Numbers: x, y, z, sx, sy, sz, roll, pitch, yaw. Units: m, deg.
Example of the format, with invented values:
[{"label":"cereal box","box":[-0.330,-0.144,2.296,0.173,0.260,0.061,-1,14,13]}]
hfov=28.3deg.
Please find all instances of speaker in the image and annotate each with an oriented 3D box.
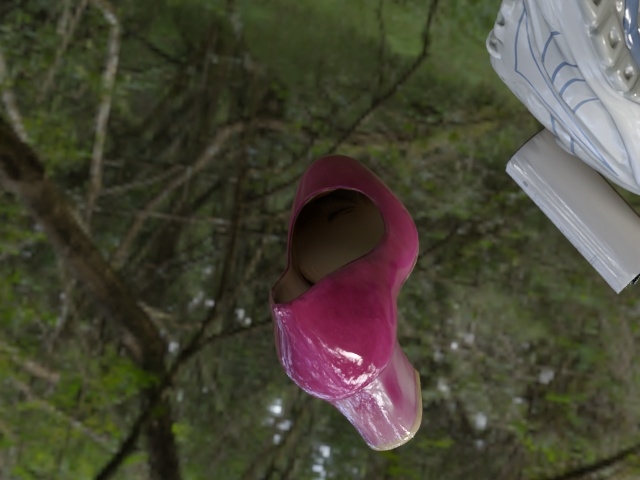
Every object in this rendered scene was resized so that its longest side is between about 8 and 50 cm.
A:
[{"label":"speaker","box":[0.208,-0.024,0.995,0.136,0.055,0.055,50,-173,13]}]

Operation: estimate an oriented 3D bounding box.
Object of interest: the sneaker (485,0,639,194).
[{"label":"sneaker","box":[0.133,-0.106,0.641,0.129,0.111,0.297,20,158,37]}]

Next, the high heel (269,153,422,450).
[{"label":"high heel","box":[0.000,0.000,0.724,0.082,0.244,0.117,-22,128,17]}]
